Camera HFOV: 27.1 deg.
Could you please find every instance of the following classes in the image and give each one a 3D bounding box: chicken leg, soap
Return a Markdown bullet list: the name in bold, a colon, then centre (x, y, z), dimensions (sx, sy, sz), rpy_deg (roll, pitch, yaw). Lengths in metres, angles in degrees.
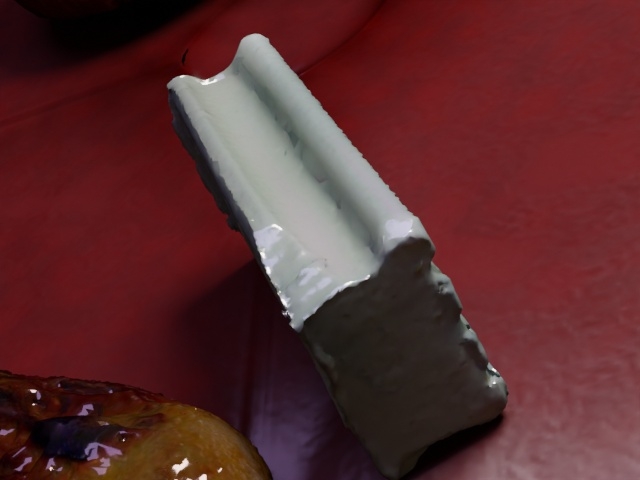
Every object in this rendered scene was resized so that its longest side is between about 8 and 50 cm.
- **chicken leg**: centre (-0.101, 0.132, 0.520), dimensions (0.322, 0.083, 0.177), rpy_deg (9, 58, 43)
- **soap**: centre (0.000, 0.000, 0.576), dimensions (0.063, 0.114, 0.198), rpy_deg (-31, 34, -3)

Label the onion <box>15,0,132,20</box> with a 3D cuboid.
- **onion**: centre (-0.141, -0.261, 0.973), dimensions (0.248, 0.161, 0.248), rpy_deg (-37, 19, 15)
